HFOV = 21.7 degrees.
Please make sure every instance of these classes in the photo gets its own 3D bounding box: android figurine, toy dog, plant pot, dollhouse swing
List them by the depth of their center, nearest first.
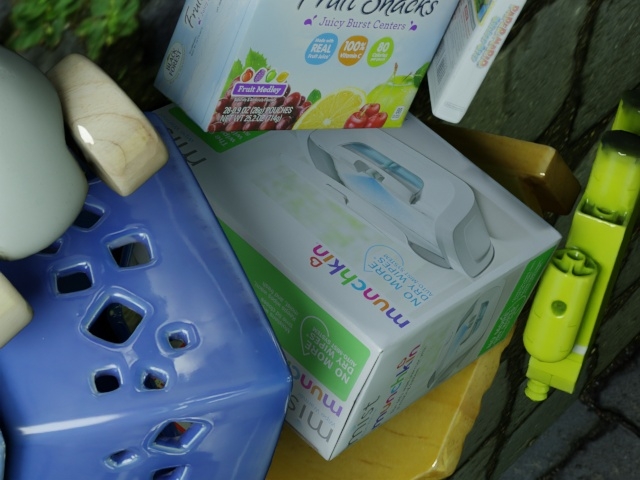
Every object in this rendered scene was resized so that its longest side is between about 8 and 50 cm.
[{"bbox_3d":[-0.213,-0.096,0.854,0.220,0.161,0.334,-35,141,-27],"label":"toy dog"},{"bbox_3d":[-0.173,0.086,1.060,0.212,0.236,0.236,-13,145,-24],"label":"plant pot"},{"bbox_3d":[0.226,0.014,1.403,0.248,0.056,0.273,-55,163,-53],"label":"android figurine"},{"bbox_3d":[0.125,0.109,1.533,0.305,0.315,0.347,31,80,-42],"label":"dollhouse swing"}]

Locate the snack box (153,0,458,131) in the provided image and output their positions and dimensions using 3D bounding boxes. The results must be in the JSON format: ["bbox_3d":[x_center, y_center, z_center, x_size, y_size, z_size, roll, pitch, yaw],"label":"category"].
[{"bbox_3d":[0.004,-0.165,1.161,0.207,0.070,0.174,-5,128,-49],"label":"snack box"}]

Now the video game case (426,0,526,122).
[{"bbox_3d":[0.128,-0.229,1.234,0.227,0.026,0.206,-91,-157,-53],"label":"video game case"}]

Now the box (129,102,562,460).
[{"bbox_3d":[0.000,0.000,1.245,0.231,0.262,0.127,-27,150,-44],"label":"box"}]

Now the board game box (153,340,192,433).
[{"bbox_3d":[-0.094,0.104,1.507,0.147,0.045,0.193,-49,151,-5],"label":"board game box"}]
